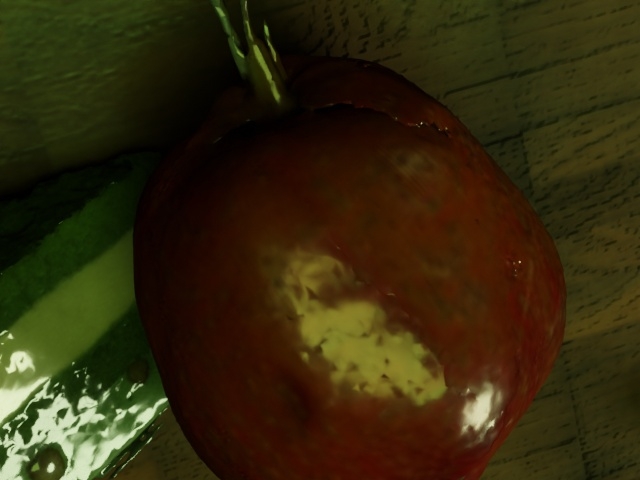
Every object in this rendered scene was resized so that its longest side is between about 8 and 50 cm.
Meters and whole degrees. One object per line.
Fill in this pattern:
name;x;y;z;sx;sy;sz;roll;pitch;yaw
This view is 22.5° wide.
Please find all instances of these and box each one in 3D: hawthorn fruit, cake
hawthorn fruit;0.000;0.000;0.789;0.211;0.211;0.299;-24;110;1
cake;-0.202;0.062;0.860;0.283;0.172;0.158;-42;130;-27
